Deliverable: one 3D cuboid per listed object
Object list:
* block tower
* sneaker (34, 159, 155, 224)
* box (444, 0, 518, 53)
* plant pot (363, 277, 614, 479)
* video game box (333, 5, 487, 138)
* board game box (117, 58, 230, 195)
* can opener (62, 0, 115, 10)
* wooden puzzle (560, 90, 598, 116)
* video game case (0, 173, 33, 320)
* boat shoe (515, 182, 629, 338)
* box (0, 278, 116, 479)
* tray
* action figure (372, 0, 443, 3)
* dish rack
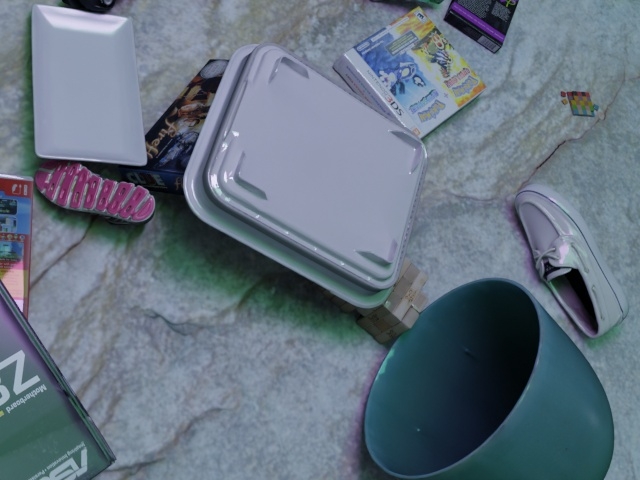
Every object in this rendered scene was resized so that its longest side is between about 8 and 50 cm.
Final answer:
[{"bbox_3d":[0.000,0.000,1.305,0.335,0.097,0.091,41,57,-5],"label":"block tower"},{"bbox_3d":[-0.293,-0.057,1.214,0.170,0.075,0.063,16,78,7],"label":"sneaker"},{"bbox_3d":[0.299,-0.431,1.676,0.116,0.029,0.162,31,60,-11],"label":"box"},{"bbox_3d":[0.242,0.234,1.211,0.235,0.293,0.293,39,56,-25],"label":"plant pot"},{"bbox_3d":[0.151,-0.271,1.524,0.205,0.048,0.187,-38,90,-33],"label":"video game box"},{"bbox_3d":[-0.146,-0.161,1.275,0.243,0.165,0.042,-58,141,-32],"label":"board game box"},{"bbox_3d":[-0.293,-0.387,1.351,0.073,0.059,0.186,28,46,25],"label":"can opener"},{"bbox_3d":[0.479,-0.252,1.692,0.083,0.006,0.049,-1,68,-25],"label":"wooden puzzle"},{"bbox_3d":[-0.457,0.044,1.109,0.204,0.025,0.285,5,66,-23],"label":"video game case"},{"bbox_3d":[0.388,0.035,1.474,0.088,0.096,0.268,-31,92,-37],"label":"boat shoe"},{"bbox_3d":[-0.469,0.218,0.964,0.395,0.097,0.318,-32,91,-30],"label":"box"},{"bbox_3d":[-0.322,-0.210,1.262,0.145,0.030,0.270,3,57,-23],"label":"tray"},{"bbox_3d":[0.112,-0.457,1.579,0.232,0.063,0.137,18,59,-13],"label":"action figure"},{"bbox_3d":[0.005,-0.095,1.215,0.332,0.072,0.286,29,62,-23],"label":"dish rack"}]
